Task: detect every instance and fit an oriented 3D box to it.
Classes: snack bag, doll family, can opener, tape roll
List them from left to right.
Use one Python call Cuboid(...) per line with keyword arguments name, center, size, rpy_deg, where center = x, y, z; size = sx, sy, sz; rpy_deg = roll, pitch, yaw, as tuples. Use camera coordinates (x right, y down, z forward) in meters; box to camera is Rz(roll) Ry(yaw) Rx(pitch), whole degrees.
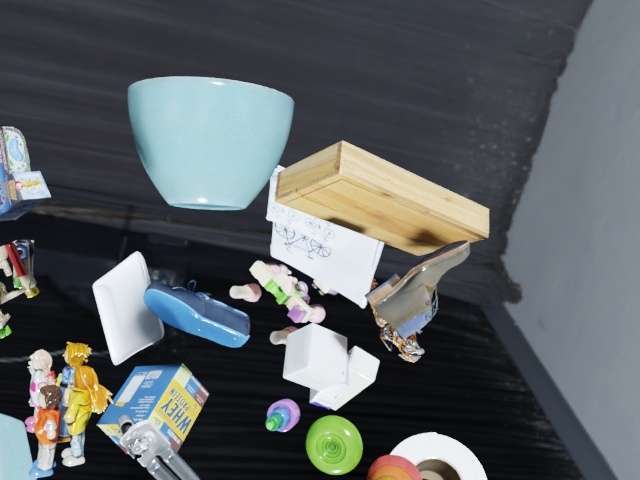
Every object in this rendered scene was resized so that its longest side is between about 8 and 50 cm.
Cuboid(name="doll family", center=(-0.413, 0.258, 1.093), size=(0.263, 0.119, 0.163), rpy_deg=(21, 103, 61))
Cuboid(name="can opener", center=(-0.369, 0.490, 1.521), size=(0.095, 0.076, 0.283), rpy_deg=(39, 160, 47))
Cuboid(name="snack bag", center=(0.000, 0.000, 1.682), size=(0.037, 0.323, 0.342), rpy_deg=(-50, -19, -38))
Cuboid(name="tape roll", center=(0.255, 0.599, 1.564), size=(0.169, 0.246, 0.246), rpy_deg=(95, 175, -55))

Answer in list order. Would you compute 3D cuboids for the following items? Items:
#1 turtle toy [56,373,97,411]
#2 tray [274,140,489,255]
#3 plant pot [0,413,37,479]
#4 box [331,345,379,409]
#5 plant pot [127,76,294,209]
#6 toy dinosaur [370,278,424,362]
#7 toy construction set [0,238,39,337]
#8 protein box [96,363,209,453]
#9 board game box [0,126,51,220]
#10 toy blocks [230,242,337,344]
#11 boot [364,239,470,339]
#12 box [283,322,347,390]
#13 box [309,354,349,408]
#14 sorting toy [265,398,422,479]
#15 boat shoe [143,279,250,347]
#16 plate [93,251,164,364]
Cuboid(name="turtle toy", center=(-0.532, 0.336, 1.469), size=(0.066, 0.130, 0.095), rpy_deg=(-48, -15, -10))
Cuboid(name="tray", center=(0.133, -0.069, 1.359), size=(0.203, 0.411, 0.076), rpy_deg=(-18, 61, 49))
Cuboid(name="plant pot", center=(-0.705, 0.465, 1.285), size=(0.247, 0.252, 0.247), rpy_deg=(-39, 64, 39))
Cuboid(name="box", center=(0.086, 0.490, 2.349), size=(0.275, 0.113, 0.094), rpy_deg=(-48, 13, 43))
Cuboid(name="plant pot", center=(-0.195, -0.156, 1.179), size=(0.290, 0.291, 0.195), rpy_deg=(177, 95, -76))
Cuboid(name="toy dinosaur", center=(0.254, 0.255, 2.277), size=(0.218, 0.322, 0.164), rpy_deg=(-50, -9, 31))
Cuboid(name="toy construction set", center=(-0.853, 0.137, 1.807), size=(0.309, 0.258, 0.237), rpy_deg=(-10, 104, 51))
Cuboid(name="protein box", center=(-0.453, 0.459, 1.810), size=(0.200, 0.136, 0.201), rpy_deg=(-11, 36, 34))
Cuboid(name="board game box", center=(-0.634, -0.135, 1.378), size=(0.194, 0.060, 0.194), rpy_deg=(2, 101, 43))
Cuboid(name="toy blocks", center=(-0.083, 0.167, 2.277), size=(0.288, 0.260, 0.309), rpy_deg=(46, 105, 22))
Cuboid(name="boot", center=(0.188, 0.086, 1.145), size=(0.219, 0.106, 0.082), rpy_deg=(-34, -2, 35))
Cuboid(name="box", center=(-0.010, 0.242, 1.376), size=(0.087, 0.101, 0.101), rpy_deg=(-31, 43, 41))
Cuboid(name="box", center=(0.028, 0.436, 2.092), size=(0.137, 0.072, 0.126), rpy_deg=(-55, 21, 36))
Cuboid(name="sorting toy", center=(0.033, 0.453, 1.372), size=(0.127, 0.366, 0.126), rpy_deg=(-63, -15, 10))
Cuboid(name="boat shoe", center=(-0.282, 0.161, 1.523), size=(0.109, 0.258, 0.089), rpy_deg=(-39, 28, 36))
Cuboid(name="plate", center=(-0.581, 0.209, 2.033), size=(0.278, 0.045, 0.277), rpy_deg=(-31, 73, 35))
